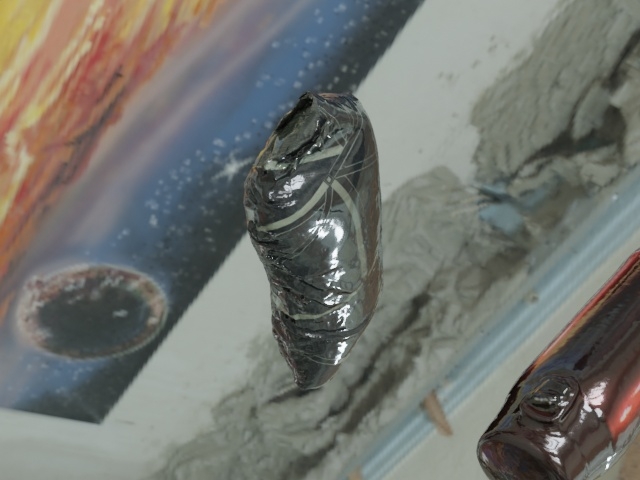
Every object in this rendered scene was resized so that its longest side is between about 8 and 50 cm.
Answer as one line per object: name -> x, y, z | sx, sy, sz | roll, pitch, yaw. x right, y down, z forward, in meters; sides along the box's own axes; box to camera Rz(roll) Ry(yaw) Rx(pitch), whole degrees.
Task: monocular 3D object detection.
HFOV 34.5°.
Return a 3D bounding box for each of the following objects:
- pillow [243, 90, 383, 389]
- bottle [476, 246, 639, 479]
pillow -> 0.000, 0.000, 0.863 | 0.335, 0.093, 0.161 | 85, 22, -54
bottle -> 0.129, 0.058, 0.464 | 0.060, 0.164, 0.060 | 24, -49, 31
